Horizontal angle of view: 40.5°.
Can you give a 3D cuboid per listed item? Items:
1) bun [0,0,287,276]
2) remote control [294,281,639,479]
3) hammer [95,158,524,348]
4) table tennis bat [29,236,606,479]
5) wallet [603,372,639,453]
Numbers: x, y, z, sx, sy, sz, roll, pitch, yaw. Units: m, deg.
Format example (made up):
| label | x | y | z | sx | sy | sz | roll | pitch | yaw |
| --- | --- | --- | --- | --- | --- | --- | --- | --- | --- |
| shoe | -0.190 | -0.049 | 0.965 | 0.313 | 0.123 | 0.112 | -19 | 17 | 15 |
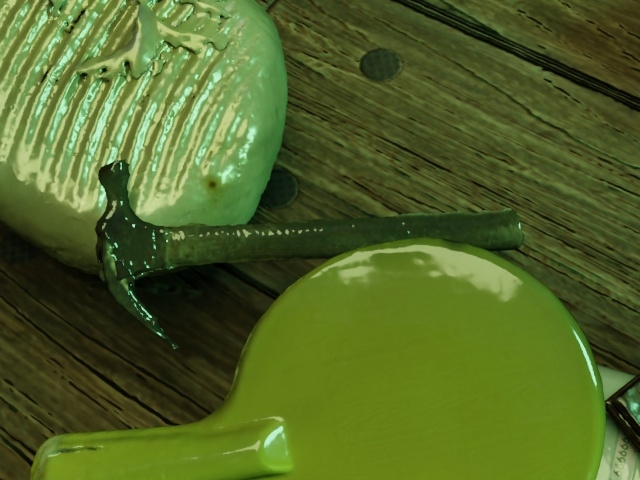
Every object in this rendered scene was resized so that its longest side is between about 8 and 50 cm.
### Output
| label | x | y | z | sx | sy | sz | roll | pitch | yaw |
| --- | --- | --- | --- | --- | --- | --- | --- | --- | --- |
| bun | -0.150 | -0.103 | 0.661 | 0.273 | 0.168 | 0.272 | 0 | 72 | -1 |
| remote control | 0.102 | 0.104 | 0.584 | 0.293 | 0.051 | 0.103 | 16 | 63 | 13 |
| hammer | 0.000 | 0.000 | 0.592 | 0.297 | 0.027 | 0.125 | -5 | 100 | -15 |
| table tennis bat | -0.007 | 0.127 | 0.552 | 0.369 | 0.054 | 0.224 | -13 | 86 | 7 |
| wallet | 0.286 | 0.158 | 0.519 | 0.124 | 0.042 | 0.230 | -30 | 74 | -21 |
